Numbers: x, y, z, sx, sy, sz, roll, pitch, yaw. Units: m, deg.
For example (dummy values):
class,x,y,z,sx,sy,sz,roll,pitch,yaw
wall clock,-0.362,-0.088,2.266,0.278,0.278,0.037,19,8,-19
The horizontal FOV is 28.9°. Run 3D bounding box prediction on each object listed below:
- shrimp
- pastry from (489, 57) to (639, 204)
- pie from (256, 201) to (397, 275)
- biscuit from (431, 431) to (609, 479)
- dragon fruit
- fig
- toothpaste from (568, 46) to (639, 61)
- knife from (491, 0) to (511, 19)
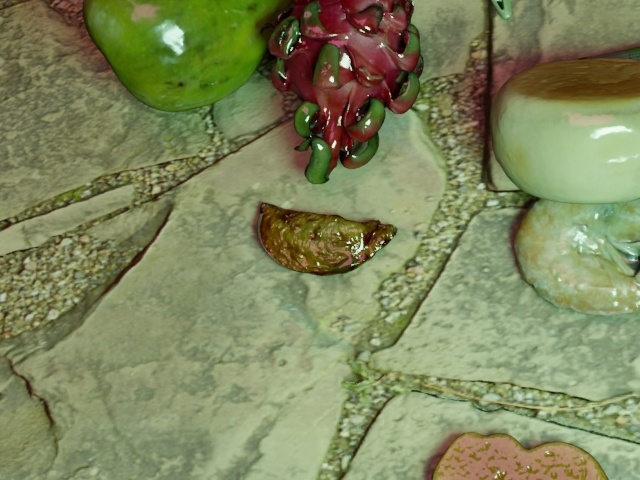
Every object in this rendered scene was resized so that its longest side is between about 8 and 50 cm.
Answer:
class,x,y,z,sx,sy,sz,roll,pitch,yaw
shrimp,0.380,0.016,1.450,0.317,0.077,0.168,9,77,25
pastry,0.321,-0.131,1.447,0.264,0.133,0.265,-7,21,3
pie,-0.002,0.002,1.584,0.191,0.033,0.088,10,72,20
biscuit,0.258,0.313,1.356,0.295,0.044,0.186,34,74,26
dragon fruit,0.038,-0.228,1.598,0.198,0.218,0.273,-36,59,40
fig,-0.152,-0.291,1.660,0.314,0.233,0.233,-8,63,7
toothpaste,0.359,-0.209,1.575,0.247,0.047,0.078,-10,65,9
knife,0.216,-0.421,1.729,0.043,0.020,0.293,-17,61,9
